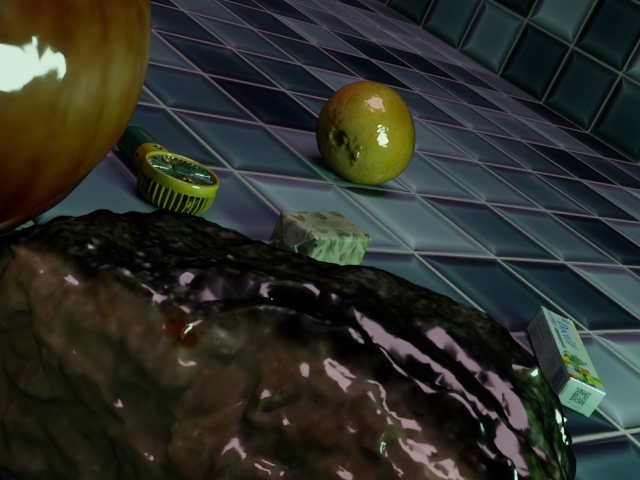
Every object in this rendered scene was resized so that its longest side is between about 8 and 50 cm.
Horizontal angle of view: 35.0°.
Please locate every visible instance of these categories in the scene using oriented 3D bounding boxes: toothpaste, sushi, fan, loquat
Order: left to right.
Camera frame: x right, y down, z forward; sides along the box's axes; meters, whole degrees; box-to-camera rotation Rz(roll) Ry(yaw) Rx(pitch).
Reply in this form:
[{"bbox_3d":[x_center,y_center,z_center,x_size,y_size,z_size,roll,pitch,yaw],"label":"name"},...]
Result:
[{"bbox_3d":[-0.166,-0.075,1.057,0.082,0.039,0.155,5,27,-42],"label":"fan"},{"bbox_3d":[-0.042,0.105,0.539,0.350,0.210,0.171,28,24,23],"label":"sushi"},{"bbox_3d":[0.060,-0.140,1.350,0.141,0.141,0.141,22,21,-9],"label":"loquat"},{"bbox_3d":[0.254,0.125,1.067,0.046,0.034,0.164,26,20,-9],"label":"toothpaste"}]

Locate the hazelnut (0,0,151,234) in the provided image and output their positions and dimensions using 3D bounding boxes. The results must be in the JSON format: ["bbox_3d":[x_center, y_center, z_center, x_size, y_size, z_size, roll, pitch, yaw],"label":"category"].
[{"bbox_3d":[-0.309,-0.157,0.707,0.359,0.359,0.409,38,33,30],"label":"hazelnut"}]

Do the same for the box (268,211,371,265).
[{"bbox_3d":[0.000,0.000,1.059,0.062,0.045,0.098,37,24,30],"label":"box"}]
